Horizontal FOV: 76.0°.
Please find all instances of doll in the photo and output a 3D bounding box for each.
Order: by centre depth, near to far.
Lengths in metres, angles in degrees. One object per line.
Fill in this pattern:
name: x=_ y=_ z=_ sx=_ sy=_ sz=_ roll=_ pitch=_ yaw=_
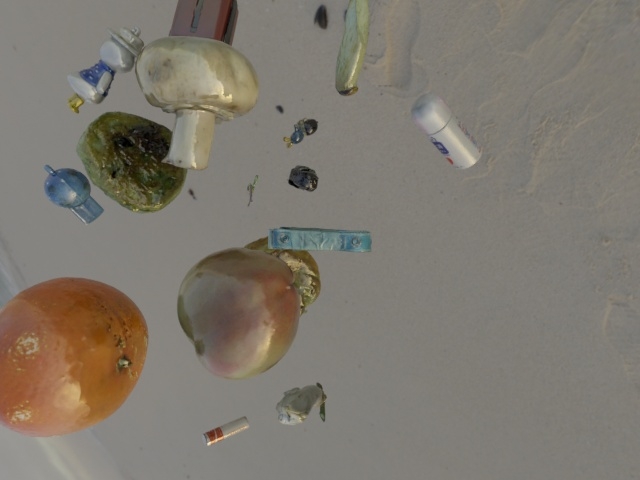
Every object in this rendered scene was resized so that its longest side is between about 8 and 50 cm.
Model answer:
doll: x=-0.599 y=-0.478 z=1.142 sx=0.138 sy=0.293 sz=0.119 roll=47 pitch=-173 yaw=38
doll: x=-0.087 y=-0.488 z=1.834 sx=0.088 sy=0.179 sz=0.102 roll=59 pitch=179 yaw=30

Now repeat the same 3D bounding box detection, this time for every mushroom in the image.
mushroom: x=-0.330 y=-0.359 z=1.096 sx=0.315 sy=0.315 sz=0.335 roll=16 pitch=99 yaw=37
mushroom: x=-0.050 y=0.494 z=1.252 sx=0.099 sy=0.278 sz=0.096 roll=1 pitch=85 yaw=20
mushroom: x=0.111 y=-0.658 z=1.377 sx=0.107 sy=0.087 sz=0.333 roll=44 pitch=132 yaw=42

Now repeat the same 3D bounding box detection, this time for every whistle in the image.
whistle: x=-0.514 y=-0.095 z=0.856 sx=0.090 sy=0.090 sz=0.157 roll=14 pitch=146 yaw=38

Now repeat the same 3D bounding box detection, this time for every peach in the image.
peach: x=-0.176 y=0.153 z=0.907 sx=0.292 sy=0.248 sz=0.291 roll=-4 pitch=85 yaw=47

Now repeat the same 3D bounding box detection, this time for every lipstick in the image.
lipstick: x=-0.276 y=0.555 z=1.194 sx=0.038 sy=0.131 sz=0.038 roll=19 pitch=114 yaw=51

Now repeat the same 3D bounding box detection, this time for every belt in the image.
belt: x=0.000 y=0.000 z=1.193 sx=0.087 sy=0.303 sz=0.072 roll=-138 pitch=51 yaw=-84

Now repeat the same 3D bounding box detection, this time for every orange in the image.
orange: x=-0.654 y=0.304 z=1.097 sx=0.327 sy=0.423 sz=0.423 roll=3 pitch=130 yaw=7

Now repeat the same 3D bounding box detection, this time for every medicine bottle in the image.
medicine bottle: x=0.478 y=-0.423 z=1.572 sx=0.341 sy=0.130 sz=0.130 roll=37 pitch=151 yaw=-30

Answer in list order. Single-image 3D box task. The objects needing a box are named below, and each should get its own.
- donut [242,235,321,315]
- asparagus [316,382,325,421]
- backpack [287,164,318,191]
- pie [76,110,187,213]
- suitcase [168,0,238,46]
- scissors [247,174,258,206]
donut: x=-0.162 y=0.148 z=1.494 sx=0.170 sy=0.361 sz=0.360 roll=44 pitch=155 yaw=58
asparagus: x=0.004 y=0.705 z=1.817 sx=0.034 sy=0.236 sz=0.027 roll=-41 pitch=109 yaw=11
backpack: x=-0.068 y=-0.278 z=1.835 sx=0.165 sy=0.120 sz=0.105 roll=33 pitch=112 yaw=62
pie: x=-0.546 y=-0.246 z=1.234 sx=0.071 sy=0.323 sz=0.323 roll=-19 pitch=107 yaw=53
suitcase: x=-0.470 y=-0.882 z=1.674 sx=0.237 sy=0.296 sz=0.161 roll=9 pitch=169 yaw=6
scissors: x=-0.402 y=-0.285 z=2.388 sx=0.020 sy=0.187 sz=0.134 roll=20 pitch=145 yaw=-27
